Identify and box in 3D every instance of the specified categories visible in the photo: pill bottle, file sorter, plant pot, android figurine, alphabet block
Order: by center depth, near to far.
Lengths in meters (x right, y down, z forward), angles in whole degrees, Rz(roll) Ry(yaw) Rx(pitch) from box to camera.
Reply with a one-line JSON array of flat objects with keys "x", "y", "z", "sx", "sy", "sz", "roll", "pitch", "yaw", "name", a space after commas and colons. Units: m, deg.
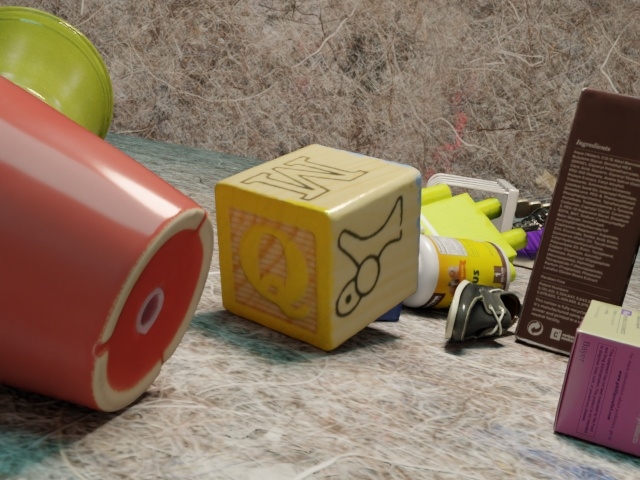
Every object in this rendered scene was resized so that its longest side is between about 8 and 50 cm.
[{"x": -0.246, "y": 0.015, "z": 0.757, "sx": 0.243, "sy": 0.274, "sz": 0.275, "roll": 24, "pitch": 12, "yaw": 12, "name": "plant pot"}, {"x": 0.000, "y": 0.000, "z": 1.112, "sx": 0.194, "sy": 0.192, "sz": 0.197, "roll": 16, "pitch": 28, "yaw": 36, "name": "alphabet block"}, {"x": 0.192, "y": 0.052, "z": 1.369, "sx": 0.215, "sy": 0.117, "sz": 0.117, "roll": 5, "pitch": 11, "yaw": -30, "name": "pill bottle"}, {"x": 0.244, "y": -0.001, "z": 1.568, "sx": 0.273, "sy": 0.056, "sz": 0.248, "roll": -15, "pitch": 55, "yaw": -26, "name": "android figurine"}, {"x": -0.579, "y": -0.224, "z": 1.588, "sx": 0.367, "sy": 0.366, "sz": 0.353, "roll": 8, "pitch": 22, "yaw": -15, "name": "plant pot"}, {"x": 0.305, "y": -0.037, "z": 1.813, "sx": 0.173, "sy": 0.192, "sz": 0.277, "roll": 9, "pitch": 9, "yaw": 5, "name": "file sorter"}]

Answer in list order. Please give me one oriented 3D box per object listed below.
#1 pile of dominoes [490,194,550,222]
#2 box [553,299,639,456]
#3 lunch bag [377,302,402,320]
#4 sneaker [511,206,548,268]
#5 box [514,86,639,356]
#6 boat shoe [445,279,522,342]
[{"x": 0.488, "y": -0.038, "z": 2.051, "sx": 0.251, "sy": 0.196, "sz": 0.040, "roll": 8, "pitch": 48, "yaw": -11, "name": "pile of dominoes"}, {"x": 0.403, "y": 0.166, "z": 0.951, "sx": 0.243, "sy": 0.117, "sz": 0.213, "roll": 13, "pitch": 10, "yaw": 19, "name": "box"}, {"x": 0.079, "y": 0.078, "z": 1.255, "sx": 0.099, "sy": 0.065, "sz": 0.067, "roll": 4, "pitch": 12, "yaw": -34, "name": "lunch bag"}, {"x": 0.480, "y": -0.012, "z": 1.983, "sx": 0.294, "sy": 0.146, "sz": 0.102, "roll": 14, "pitch": 11, "yaw": 11, "name": "sneaker"}, {"x": 0.420, "y": -0.026, "z": 1.289, "sx": 0.143, "sy": 0.381, "sz": 0.191, "roll": 15, "pitch": 10, "yaw": 22, "name": "box"}, {"x": 0.235, "y": 0.104, "z": 1.228, "sx": 0.079, "sy": 0.084, "sz": 0.233, "roll": 15, "pitch": 7, "yaw": 24, "name": "boat shoe"}]
